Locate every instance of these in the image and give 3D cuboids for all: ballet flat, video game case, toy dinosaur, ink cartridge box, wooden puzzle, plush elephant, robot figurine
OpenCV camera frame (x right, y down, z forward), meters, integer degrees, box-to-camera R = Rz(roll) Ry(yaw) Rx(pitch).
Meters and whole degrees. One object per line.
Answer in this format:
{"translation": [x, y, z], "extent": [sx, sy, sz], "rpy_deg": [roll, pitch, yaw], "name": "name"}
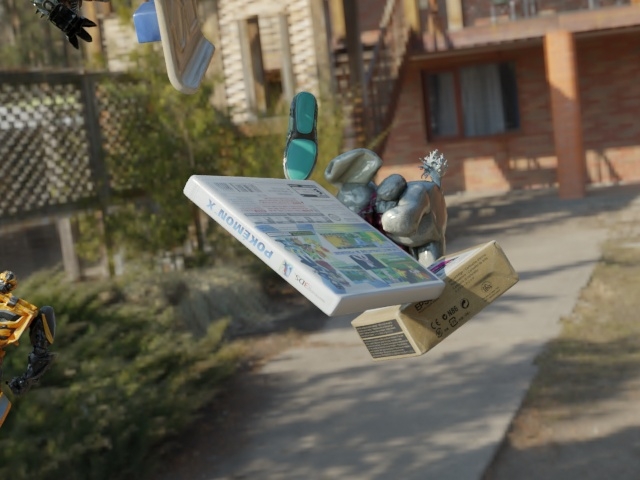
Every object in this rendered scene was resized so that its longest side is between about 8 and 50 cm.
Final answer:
{"translation": [-0.037, -0.193, 2.013], "extent": [0.070, 0.189, 0.070], "rpy_deg": [9, -11, 2], "name": "ballet flat"}
{"translation": [0.000, 0.000, 1.540], "extent": [0.300, 0.036, 0.329], "rpy_deg": [39, 20, 25], "name": "video game case"}
{"translation": [-0.465, -0.451, 1.768], "extent": [0.218, 0.164, 0.322], "rpy_deg": [38, 34, 25], "name": "toy dinosaur"}
{"translation": [0.193, 0.105, 1.770], "extent": [0.234, 0.088, 0.193], "rpy_deg": [-34, 5, -24], "name": "ink cartridge box"}
{"translation": [-0.264, -0.438, 1.701], "extent": [0.080, 0.348, 0.322], "rpy_deg": [-11, 24, 5], "name": "wooden puzzle"}
{"translation": [0.128, -0.053, 2.226], "extent": [0.255, 0.272, 0.330], "rpy_deg": [-6, 49, 24], "name": "plush elephant"}
{"translation": [-0.473, 0.169, 1.347], "extent": [0.211, 0.291, 0.085], "rpy_deg": [30, -12, -13], "name": "robot figurine"}
